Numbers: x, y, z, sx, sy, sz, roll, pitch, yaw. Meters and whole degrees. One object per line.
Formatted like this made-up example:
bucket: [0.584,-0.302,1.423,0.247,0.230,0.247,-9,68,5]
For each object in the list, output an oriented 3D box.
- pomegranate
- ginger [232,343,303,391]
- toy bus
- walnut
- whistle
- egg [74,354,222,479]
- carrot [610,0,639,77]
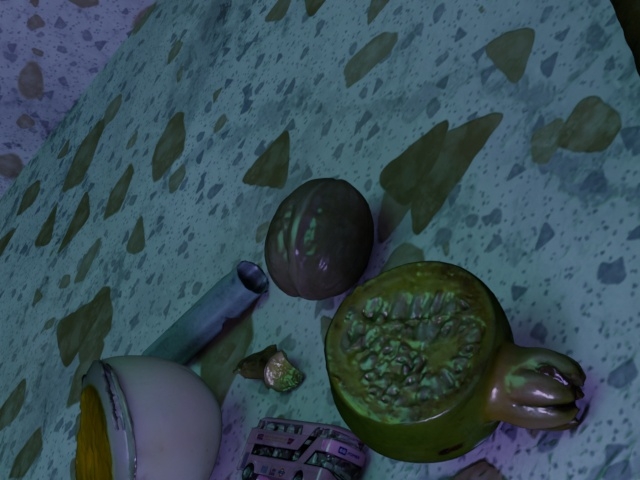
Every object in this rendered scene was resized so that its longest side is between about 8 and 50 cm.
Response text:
pomegranate: [0.133,0.125,1.114,0.241,0.159,0.189,-19,51,14]
ginger: [-0.069,0.168,1.511,0.137,0.044,0.057,4,86,61]
toy bus: [-0.026,0.258,1.333,0.203,0.063,0.090,-6,58,58]
walnut: [0.000,-0.001,1.453,0.140,0.140,0.162,-20,38,51]
whistle: [-0.195,0.140,1.722,0.312,0.062,0.062,-41,34,31]
egg: [-0.225,0.293,1.533,0.264,0.174,0.286,-140,54,-59]
carrot: [0.342,-0.206,1.152,0.070,0.070,0.342,-43,31,30]
